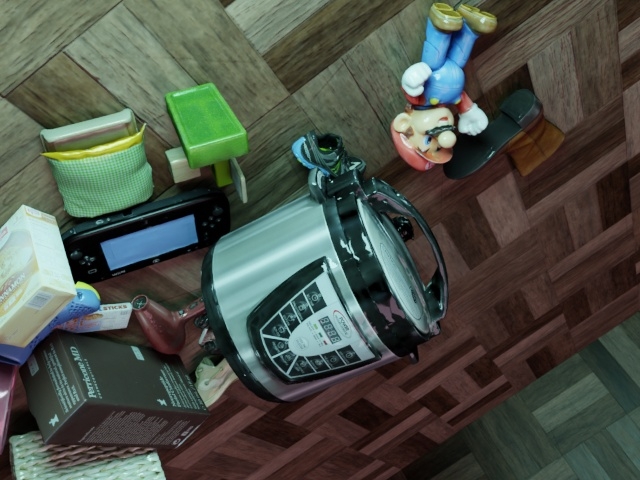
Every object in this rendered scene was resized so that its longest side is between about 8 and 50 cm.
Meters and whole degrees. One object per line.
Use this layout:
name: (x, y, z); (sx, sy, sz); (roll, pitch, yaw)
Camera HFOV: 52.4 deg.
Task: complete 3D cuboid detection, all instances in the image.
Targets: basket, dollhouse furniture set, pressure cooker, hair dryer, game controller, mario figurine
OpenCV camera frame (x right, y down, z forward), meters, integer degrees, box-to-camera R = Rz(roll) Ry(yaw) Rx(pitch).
basket: (-0.558, 0.597, 1.563); (0.331, 0.267, 0.328); (-7, 151, -28)
dollhouse furniture set: (-0.279, -0.106, 1.069); (0.301, 0.151, 0.198); (-19, 143, -16)
pressure cooker: (0.027, 0.077, 1.257); (0.420, 0.376, 0.370); (-25, 155, 14)
hair dryer: (-0.300, 0.158, 1.464); (0.293, 0.080, 0.224); (6, 115, -48)
game controller: (-0.323, -0.006, 1.231); (0.318, 0.067, 0.167); (-18, 143, -16)
mario figurine: (0.242, -0.267, 1.233); (0.197, 0.170, 0.321); (12, 126, 0)

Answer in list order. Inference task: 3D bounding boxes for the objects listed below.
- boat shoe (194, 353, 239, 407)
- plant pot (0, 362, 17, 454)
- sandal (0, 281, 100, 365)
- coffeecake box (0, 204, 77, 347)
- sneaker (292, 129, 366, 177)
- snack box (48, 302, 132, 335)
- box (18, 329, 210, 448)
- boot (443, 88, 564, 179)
boat shoe: (-0.268, 0.334, 1.664); (0.302, 0.109, 0.098); (-38, 104, 10)
plant pot: (-0.691, 0.307, 1.248); (0.180, 0.201, 0.201); (8, 131, -22)
sandal: (-0.560, 0.169, 1.194); (0.317, 0.138, 0.126); (-18, 158, -15)
coffeecake box: (-0.493, 0.058, 1.081); (0.142, 0.186, 0.068); (-42, 143, 14)
sneaker: (0.030, -0.168, 1.293); (0.188, 0.067, 0.078); (17, 129, -43)
snack box: (-0.487, 0.164, 1.353); (0.178, 0.022, 0.064); (-2, 136, -35)
box: (-0.439, 0.336, 1.427); (0.143, 0.191, 0.381); (-45, 147, 11)
boot: (0.439, -0.213, 1.549); (0.264, 0.096, 0.280); (-50, 148, 12)
